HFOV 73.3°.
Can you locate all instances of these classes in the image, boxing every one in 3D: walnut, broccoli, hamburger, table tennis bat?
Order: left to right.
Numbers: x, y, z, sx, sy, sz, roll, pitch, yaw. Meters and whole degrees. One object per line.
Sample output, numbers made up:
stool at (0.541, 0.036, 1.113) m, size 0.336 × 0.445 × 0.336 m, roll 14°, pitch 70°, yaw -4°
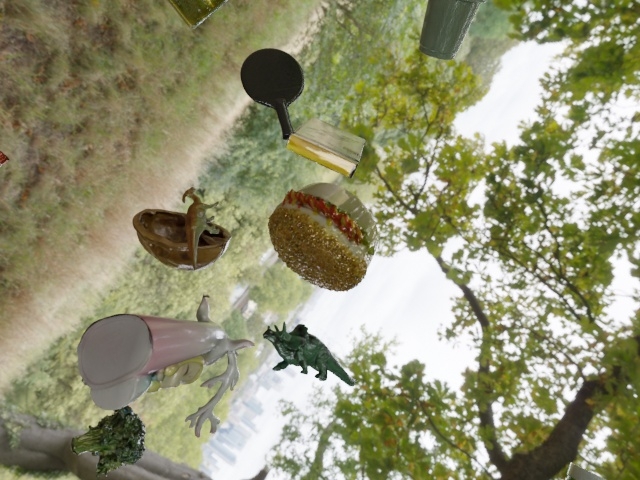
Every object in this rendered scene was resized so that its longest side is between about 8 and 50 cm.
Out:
broccoli at (-0.482, 0.454, 0.974) m, size 0.160 × 0.167 × 0.155 m, roll 11°, pitch 115°, yaw -45°
walnut at (-0.281, 0.008, 0.870) m, size 0.167 × 0.211 × 0.087 m, roll -23°, pitch 131°, yaw -56°
table tennis bat at (-0.101, -0.346, 1.006) m, size 0.150 × 0.236 × 0.027 m, roll -14°, pitch 170°, yaw -13°
hamburger at (0.000, 0.000, 1.041) m, size 0.179 × 0.276 × 0.294 m, roll -49°, pitch 157°, yaw -33°

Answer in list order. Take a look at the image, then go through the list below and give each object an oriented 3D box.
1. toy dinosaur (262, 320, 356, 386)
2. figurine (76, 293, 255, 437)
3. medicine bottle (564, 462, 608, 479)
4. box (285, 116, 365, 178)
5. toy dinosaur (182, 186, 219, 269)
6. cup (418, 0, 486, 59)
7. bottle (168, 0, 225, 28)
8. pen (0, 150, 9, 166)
toy dinosaur at (-0.016, 0.289, 1.004) m, size 0.079 × 0.292 × 0.120 m, roll -30°, pitch -158°, yaw 44°
figurine at (-0.282, 0.230, 0.815) m, size 0.284 × 0.206 × 0.315 m, roll -53°, pitch 149°, yaw 14°
medicine bottle at (0.553, 0.586, 0.921) m, size 0.183 × 0.086 × 0.086 m, roll -64°, pitch 177°, yaw -11°
box at (0.019, -0.191, 0.836) m, size 0.247 × 0.129 × 0.033 m, roll -71°, pitch -175°, yaw -65°
toy dinosaur at (-0.138, -0.015, 0.503) m, size 0.041 × 0.113 × 0.026 m, roll 3°, pitch 151°, yaw -33°
cup at (0.255, -0.442, 0.855) m, size 0.120 × 0.120 × 0.141 m, roll -50°, pitch 158°, yaw -44°
bottle at (-0.200, -0.362, 0.428) m, size 0.082 × 0.286 × 0.082 m, roll -29°, pitch -149°, yaw 20°
pen at (-0.549, -0.061, 0.616) m, size 0.218 × 0.026 × 0.026 m, roll -56°, pitch 176°, yaw -34°
